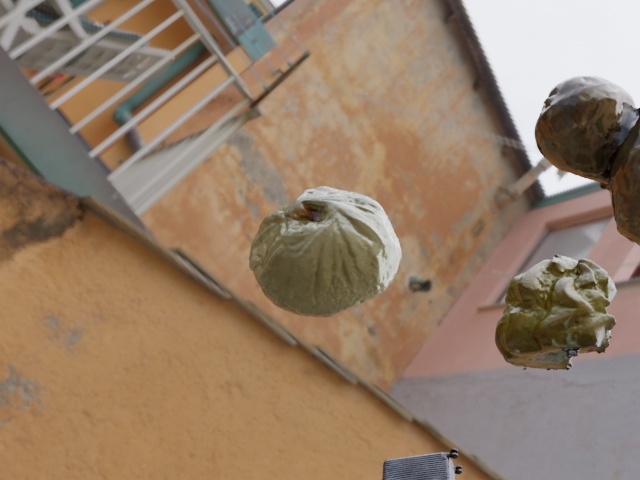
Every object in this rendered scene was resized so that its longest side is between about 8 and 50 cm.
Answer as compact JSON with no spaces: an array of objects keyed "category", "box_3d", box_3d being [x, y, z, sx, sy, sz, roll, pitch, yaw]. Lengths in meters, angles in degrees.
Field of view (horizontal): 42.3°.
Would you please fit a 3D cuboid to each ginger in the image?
[{"category":"ginger","box_3d":[0.227,-0.039,0.524,0.204,0.080,0.104,33,-63,33]}]

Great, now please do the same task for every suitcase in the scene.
[{"category":"suitcase","box_3d":[0.156,0.374,1.276,0.126,0.086,0.059,-11,-57,12]}]

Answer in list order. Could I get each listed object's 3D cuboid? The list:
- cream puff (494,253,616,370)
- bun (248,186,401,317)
[{"category":"cream puff","box_3d":[0.280,0.086,0.998,0.121,0.156,0.156,19,-33,0]},{"category":"bun","box_3d":[0.000,0.000,1.171,0.220,0.220,0.134,19,-39,34]}]
